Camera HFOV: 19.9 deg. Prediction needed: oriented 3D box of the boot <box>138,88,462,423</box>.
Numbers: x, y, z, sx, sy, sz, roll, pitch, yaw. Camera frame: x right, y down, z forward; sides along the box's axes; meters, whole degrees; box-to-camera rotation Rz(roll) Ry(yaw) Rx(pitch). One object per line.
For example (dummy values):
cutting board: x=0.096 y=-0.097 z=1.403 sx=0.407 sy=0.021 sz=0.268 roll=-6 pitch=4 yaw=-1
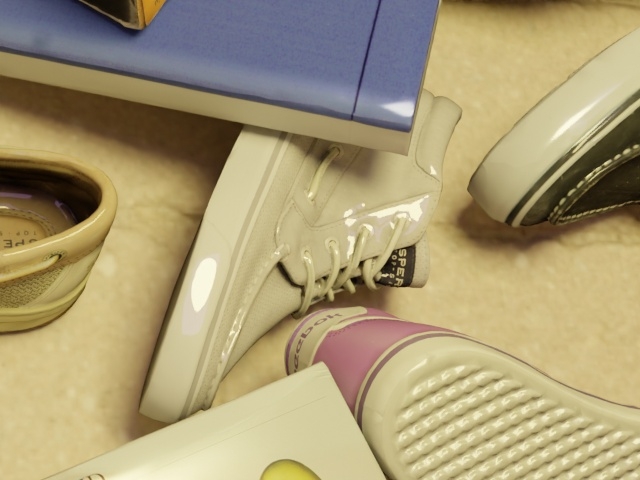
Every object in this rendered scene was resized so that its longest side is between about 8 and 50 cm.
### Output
boot: x=0.000 y=0.000 z=0.963 sx=0.123 sy=0.095 sz=0.258 roll=23 pitch=58 yaw=-3

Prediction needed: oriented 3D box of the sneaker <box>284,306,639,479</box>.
sneaker: x=0.104 y=0.110 z=0.939 sx=0.282 sy=0.161 sz=0.102 roll=36 pitch=82 yaw=-28

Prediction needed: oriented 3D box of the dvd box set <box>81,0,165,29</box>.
dvd box set: x=-0.099 y=-0.337 z=1.018 sx=0.307 sy=0.062 sz=0.420 roll=31 pitch=64 yaw=15

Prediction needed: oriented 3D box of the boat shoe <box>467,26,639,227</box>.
boat shoe: x=0.235 y=-0.069 z=1.082 sx=0.335 sy=0.121 sz=0.119 roll=-26 pitch=73 yaw=-33

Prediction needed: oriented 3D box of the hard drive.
hard drive: x=-0.089 y=-0.169 z=0.981 sx=0.318 sy=0.040 sz=0.210 roll=12 pitch=60 yaw=4

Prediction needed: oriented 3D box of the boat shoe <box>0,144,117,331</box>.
boat shoe: x=-0.247 y=-0.008 z=0.861 sx=0.302 sy=0.098 sz=0.109 roll=1 pitch=65 yaw=-23

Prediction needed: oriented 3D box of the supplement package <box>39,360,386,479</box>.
supplement package: x=-0.054 y=0.196 z=0.814 sx=0.194 sy=0.149 sz=0.203 roll=-21 pitch=76 yaw=-30
